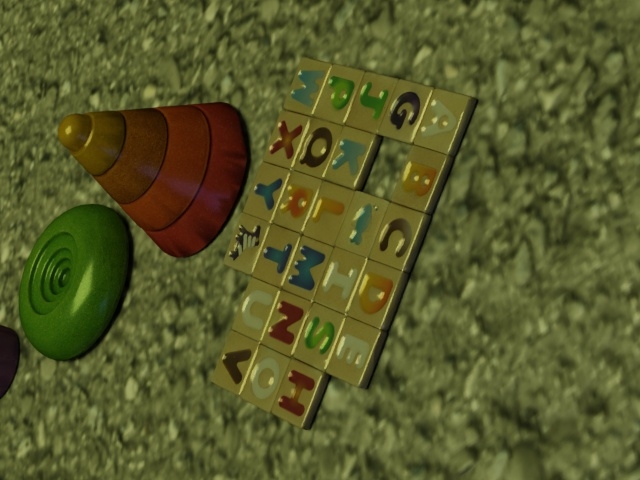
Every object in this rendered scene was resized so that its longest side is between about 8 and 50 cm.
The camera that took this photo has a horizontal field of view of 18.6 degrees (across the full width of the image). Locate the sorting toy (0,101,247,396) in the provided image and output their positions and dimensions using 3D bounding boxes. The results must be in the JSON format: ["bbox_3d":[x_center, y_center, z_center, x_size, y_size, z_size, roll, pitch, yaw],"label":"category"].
[{"bbox_3d":[-0.214,0.003,1.481,0.365,0.126,0.127,-39,45,33],"label":"sorting toy"}]

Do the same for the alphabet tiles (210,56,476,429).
[{"bbox_3d":[0.000,0.000,1.304,0.198,0.009,0.237,20,89,54],"label":"alphabet tiles"}]
